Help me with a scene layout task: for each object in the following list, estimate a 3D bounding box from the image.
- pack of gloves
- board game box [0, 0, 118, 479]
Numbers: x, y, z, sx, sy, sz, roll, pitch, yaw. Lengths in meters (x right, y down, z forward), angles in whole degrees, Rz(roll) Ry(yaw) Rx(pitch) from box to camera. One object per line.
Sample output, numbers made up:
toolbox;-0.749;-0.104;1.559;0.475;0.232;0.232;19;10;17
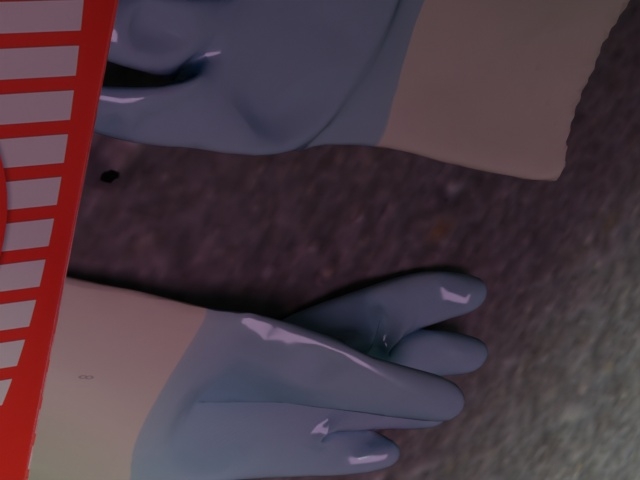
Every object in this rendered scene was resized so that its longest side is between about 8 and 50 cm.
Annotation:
pack of gloves;0.000;0.000;0.548;0.232;0.046;0.195;1;119;-45
board game box;-0.144;-0.004;0.395;0.193;0.045;0.146;-8;124;-36
